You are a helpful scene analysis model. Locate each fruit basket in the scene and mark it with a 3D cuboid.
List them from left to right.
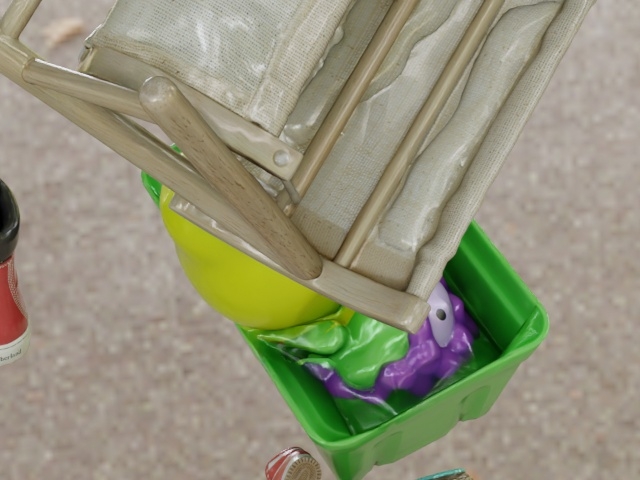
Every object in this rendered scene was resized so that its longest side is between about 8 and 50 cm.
[{"bbox_3d":[0.000,0.000,1.753,0.283,0.392,0.392,-26,20,-16],"label":"fruit basket"}]

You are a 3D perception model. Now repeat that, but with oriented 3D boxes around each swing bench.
[{"bbox_3d":[0.000,-0.128,1.045,0.165,0.253,0.254,21,-13,43],"label":"swing bench"}]

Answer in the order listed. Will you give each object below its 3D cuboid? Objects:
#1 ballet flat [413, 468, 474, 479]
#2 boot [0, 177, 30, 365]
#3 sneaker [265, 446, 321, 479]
[{"bbox_3d":[0.061,0.259,1.791,0.073,0.067,0.206,-1,-15,-41],"label":"ballet flat"},{"bbox_3d":[-0.319,-0.031,1.691,0.088,0.176,0.244,-20,45,-25],"label":"boot"},{"bbox_3d":[-0.037,0.237,1.728,0.042,0.118,0.067,26,4,-13],"label":"sneaker"}]
